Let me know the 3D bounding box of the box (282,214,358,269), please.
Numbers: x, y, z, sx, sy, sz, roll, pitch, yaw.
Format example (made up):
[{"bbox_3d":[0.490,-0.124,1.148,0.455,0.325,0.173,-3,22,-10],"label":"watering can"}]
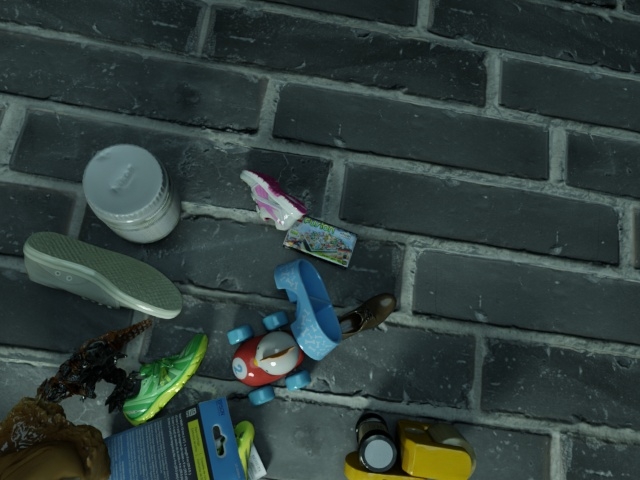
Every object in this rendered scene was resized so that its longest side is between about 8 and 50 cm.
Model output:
[{"bbox_3d":[0.000,0.000,1.565,0.207,0.036,0.114,20,74,-1],"label":"box"}]

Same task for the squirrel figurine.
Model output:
[{"bbox_3d":[-0.690,0.530,1.109,0.370,0.397,0.281,-3,107,10],"label":"squirrel figurine"}]

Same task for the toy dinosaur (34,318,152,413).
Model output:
[{"bbox_3d":[-0.595,0.322,1.354,0.218,0.164,0.322,23,77,45],"label":"toy dinosaur"}]

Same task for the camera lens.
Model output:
[{"bbox_3d":[-0.511,-0.121,1.413,0.219,0.274,0.219,2,76,-6],"label":"camera lens"}]

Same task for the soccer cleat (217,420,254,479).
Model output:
[{"bbox_3d":[-0.227,0.621,1.334,0.121,0.093,0.289,30,69,-31],"label":"soccer cleat"}]

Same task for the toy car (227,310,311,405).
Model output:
[{"bbox_3d":[-0.137,0.310,1.368,0.210,0.238,0.219,-20,79,-11],"label":"toy car"}]

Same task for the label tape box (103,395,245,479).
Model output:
[{"bbox_3d":[-0.373,0.574,1.285,0.347,0.115,0.249,-17,45,-12],"label":"label tape box"}]

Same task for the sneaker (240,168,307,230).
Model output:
[{"bbox_3d":[-0.163,-0.122,1.541,0.252,0.103,0.111,43,108,23],"label":"sneaker"}]

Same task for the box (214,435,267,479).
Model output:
[{"bbox_3d":[-0.259,0.607,1.383,0.186,0.038,0.145,-25,81,-13],"label":"box"}]

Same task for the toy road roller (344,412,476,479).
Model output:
[{"bbox_3d":[0.228,0.615,1.361,0.329,0.202,0.241,6,88,0],"label":"toy road roller"}]

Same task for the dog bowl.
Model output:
[{"bbox_3d":[-0.029,0.181,1.425,0.074,0.166,0.297,-31,62,20],"label":"dog bowl"}]

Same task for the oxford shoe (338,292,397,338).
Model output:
[{"bbox_3d":[0.134,0.223,1.495,0.227,0.096,0.083,-31,80,-14],"label":"oxford shoe"}]

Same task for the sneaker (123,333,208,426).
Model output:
[{"bbox_3d":[-0.424,0.363,1.389,0.123,0.109,0.295,42,76,1],"label":"sneaker"}]

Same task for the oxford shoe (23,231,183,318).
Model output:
[{"bbox_3d":[-0.603,0.117,1.429,0.449,0.169,0.130,23,116,-8],"label":"oxford shoe"}]
